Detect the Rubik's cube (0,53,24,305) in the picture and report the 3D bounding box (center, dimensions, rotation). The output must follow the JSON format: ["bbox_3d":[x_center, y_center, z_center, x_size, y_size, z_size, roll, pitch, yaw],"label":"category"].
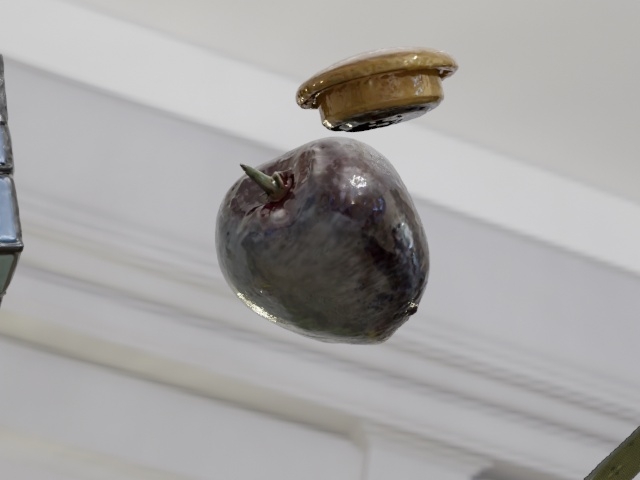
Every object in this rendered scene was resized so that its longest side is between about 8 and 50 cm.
[{"bbox_3d":[-0.507,-0.033,1.629,0.288,0.283,0.293,0,-35,-23],"label":"Rubik's cube"}]

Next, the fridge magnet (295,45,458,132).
[{"bbox_3d":[0.049,-0.130,1.243,0.143,0.063,0.143,-12,-3,-1],"label":"fridge magnet"}]

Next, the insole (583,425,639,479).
[{"bbox_3d":[0.450,0.229,1.864,0.322,0.007,0.109,-46,-48,4],"label":"insole"}]

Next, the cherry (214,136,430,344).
[{"bbox_3d":[0.000,0.000,1.764,0.255,0.218,0.296,-27,-65,23],"label":"cherry"}]
